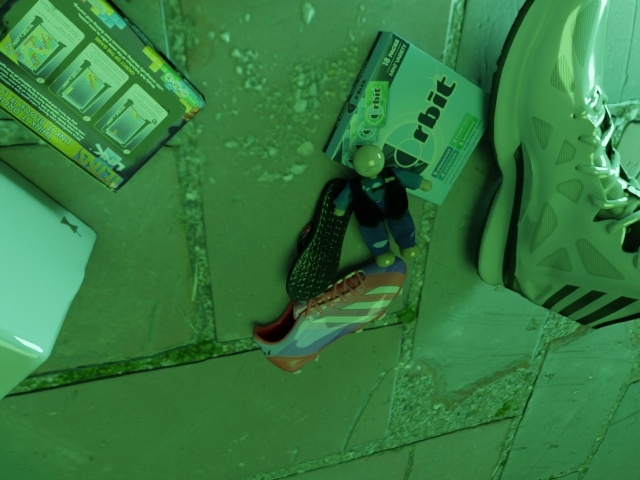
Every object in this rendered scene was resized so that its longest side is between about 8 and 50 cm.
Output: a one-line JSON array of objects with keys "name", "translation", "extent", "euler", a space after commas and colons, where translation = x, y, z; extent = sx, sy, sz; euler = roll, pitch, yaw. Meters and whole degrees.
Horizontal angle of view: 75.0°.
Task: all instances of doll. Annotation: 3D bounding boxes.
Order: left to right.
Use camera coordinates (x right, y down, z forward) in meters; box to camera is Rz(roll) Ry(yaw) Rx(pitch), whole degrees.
[{"name": "doll", "translation": [0.083, -0.046, 0.537], "extent": [0.129, 0.046, 0.189], "euler": [-19, 134, 10]}]

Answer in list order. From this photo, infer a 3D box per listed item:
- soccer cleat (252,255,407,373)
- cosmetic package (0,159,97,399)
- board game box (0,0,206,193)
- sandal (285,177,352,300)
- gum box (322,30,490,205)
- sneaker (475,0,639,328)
[{"name": "soccer cleat", "translation": [0.015, 0.096, 0.609], "extent": [0.248, 0.083, 0.095], "euler": [-39, 118, 6]}, {"name": "cosmetic package", "translation": [-0.446, 0.136, 0.379], "extent": [0.453, 0.230, 0.161], "euler": [-40, 121, 3]}, {"name": "board game box", "translation": [-0.224, -0.154, 0.410], "extent": [0.141, 0.048, 0.170], "euler": [-41, 122, 7]}, {"name": "sandal", "translation": [0.000, 0.000, 0.579], "extent": [0.067, 0.040, 0.179], "euler": [18, 95, -32]}, {"name": "gum box", "translation": [0.119, -0.147, 0.536], "extent": [0.184, 0.041, 0.157], "euler": [19, 110, -26]}, {"name": "sneaker", "translation": [0.352, -0.082, 0.506], "extent": [0.169, 0.257, 0.448], "euler": [-26, 127, -26]}]
